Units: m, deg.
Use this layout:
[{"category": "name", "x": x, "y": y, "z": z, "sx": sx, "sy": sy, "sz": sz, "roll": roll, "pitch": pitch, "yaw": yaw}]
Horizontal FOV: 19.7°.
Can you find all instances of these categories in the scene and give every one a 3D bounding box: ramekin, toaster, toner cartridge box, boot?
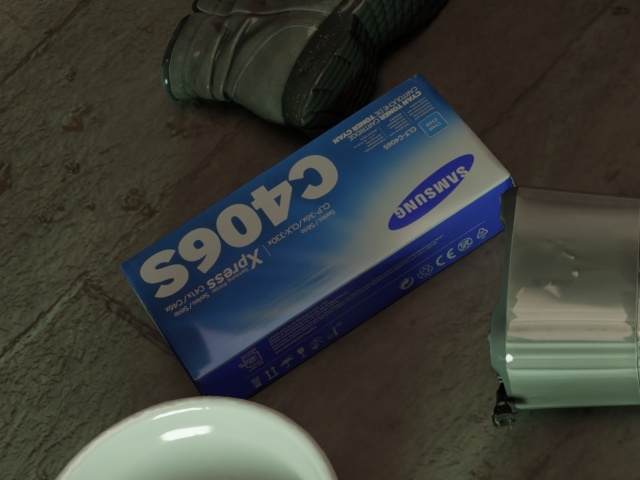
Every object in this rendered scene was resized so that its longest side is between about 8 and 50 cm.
[{"category": "ramekin", "x": -0.096, "y": 0.282, "z": 1.546, "sx": 0.277, "sy": 0.135, "sz": 0.277, "roll": -9, "pitch": 55, "yaw": 13}, {"category": "toaster", "x": 0.227, "y": 0.057, "z": 1.599, "sx": 0.146, "sy": 0.129, "sz": 0.227, "roll": -1, "pitch": 56, "yaw": 15}, {"category": "toner cartridge box", "x": 0.000, "y": 0.000, "z": 1.742, "sx": 0.348, "sy": 0.075, "sz": 0.165, "roll": -34, "pitch": 55, "yaw": -6}, {"category": "boot", "x": -0.007, "y": -0.263, "z": 1.903, "sx": 0.222, "sy": 0.118, "sz": 0.338, "roll": 22, "pitch": 62, "yaw": 35}]
